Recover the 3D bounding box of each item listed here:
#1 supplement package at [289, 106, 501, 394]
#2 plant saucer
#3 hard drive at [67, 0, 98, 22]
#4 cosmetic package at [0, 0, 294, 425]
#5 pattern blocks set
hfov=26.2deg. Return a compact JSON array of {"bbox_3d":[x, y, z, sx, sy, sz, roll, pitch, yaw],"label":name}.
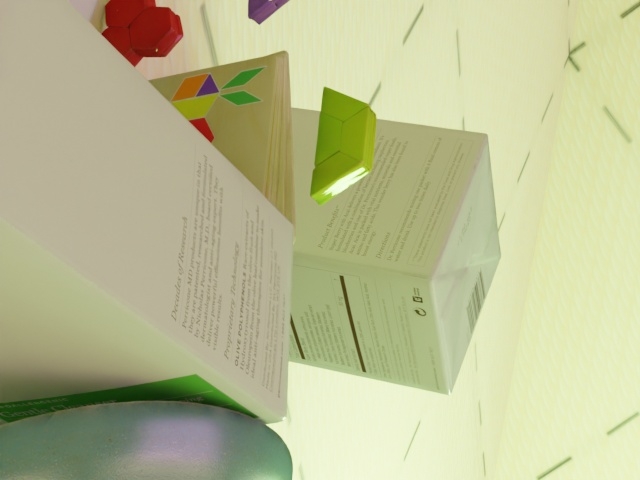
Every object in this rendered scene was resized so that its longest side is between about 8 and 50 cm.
[{"bbox_3d":[0.000,0.000,1.276,0.175,0.293,0.177,76,32,-48],"label":"supplement package"},{"bbox_3d":[-0.165,0.207,0.907,0.317,0.317,0.044,67,1,-56],"label":"plant saucer"},{"bbox_3d":[-0.218,-0.194,0.958,0.203,0.040,0.307,55,49,-63],"label":"hard drive"},{"bbox_3d":[-0.179,-0.009,0.808,0.365,0.197,0.155,42,43,-54],"label":"cosmetic package"},{"bbox_3d":[-0.089,-0.057,1.027,0.026,0.285,0.325,42,55,-53],"label":"pattern blocks set"}]
